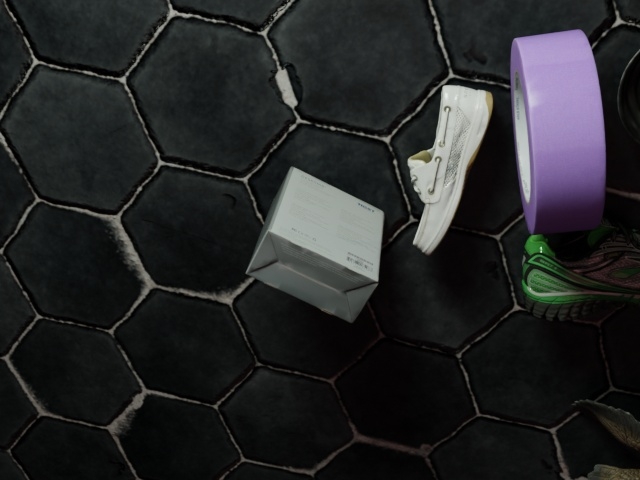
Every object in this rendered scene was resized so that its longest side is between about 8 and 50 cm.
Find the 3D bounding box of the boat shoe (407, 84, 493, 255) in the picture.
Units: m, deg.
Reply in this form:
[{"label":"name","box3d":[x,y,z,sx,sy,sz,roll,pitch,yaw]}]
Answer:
[{"label":"boat shoe","box3d":[0.183,-0.111,1.228,0.096,0.098,0.277,16,110,-1]}]

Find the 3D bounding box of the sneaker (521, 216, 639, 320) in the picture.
[{"label":"sneaker","box3d":[0.493,0.030,1.242,0.344,0.134,0.146,-10,112,10]}]

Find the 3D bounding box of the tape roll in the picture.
[{"label":"tape roll","box3d":[0.324,-0.147,1.083,0.090,0.274,0.274,-6,118,11]}]

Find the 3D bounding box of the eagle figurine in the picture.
[{"label":"eagle figurine","box3d":[0.617,0.399,1.392,0.299,0.226,0.225,-5,149,11]}]

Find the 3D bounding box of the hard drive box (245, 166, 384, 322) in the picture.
[{"label":"hard drive box","box3d":[0.000,0.000,1.230,0.181,0.232,0.089,26,119,-6]}]

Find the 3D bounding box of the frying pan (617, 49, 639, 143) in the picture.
[{"label":"frying pan","box3d":[0.524,-0.278,1.115,0.197,0.053,0.326,-6,116,10]}]
